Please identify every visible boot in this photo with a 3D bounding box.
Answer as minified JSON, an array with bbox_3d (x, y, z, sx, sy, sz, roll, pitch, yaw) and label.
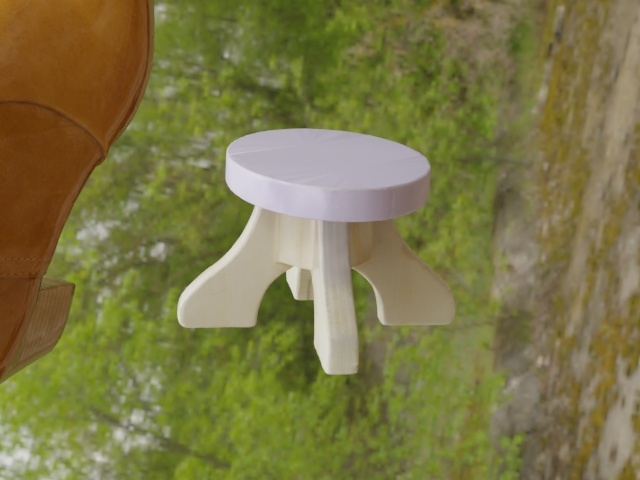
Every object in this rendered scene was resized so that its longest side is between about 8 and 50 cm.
[{"bbox_3d":[-0.162,-0.057,0.498,0.211,0.104,0.295,-16,-65,-77],"label":"boot"}]

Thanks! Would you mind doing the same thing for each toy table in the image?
[{"bbox_3d":[0.000,0.000,1.013,0.274,0.252,0.161,-80,-8,-74],"label":"toy table"}]
